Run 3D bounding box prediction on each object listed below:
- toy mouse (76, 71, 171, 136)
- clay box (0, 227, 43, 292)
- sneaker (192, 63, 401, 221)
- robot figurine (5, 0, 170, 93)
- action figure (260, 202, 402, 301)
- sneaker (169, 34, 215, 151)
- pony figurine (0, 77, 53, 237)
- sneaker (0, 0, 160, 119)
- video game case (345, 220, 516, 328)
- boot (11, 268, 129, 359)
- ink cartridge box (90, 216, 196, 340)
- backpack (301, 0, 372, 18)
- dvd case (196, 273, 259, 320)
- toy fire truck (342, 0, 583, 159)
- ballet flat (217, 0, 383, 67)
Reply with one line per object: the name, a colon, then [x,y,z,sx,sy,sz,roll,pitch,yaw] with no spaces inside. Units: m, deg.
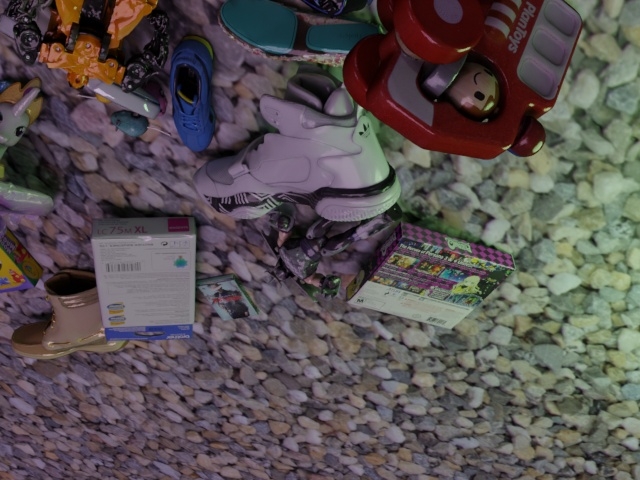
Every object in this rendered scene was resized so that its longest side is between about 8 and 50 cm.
toy mouse: [-0.296,-0.209,1.191,0.161,0.031,0.143,-22,126,30]
clay box: [-0.677,0.013,1.478,0.127,0.053,0.222,-10,132,20]
sneaker: [-0.062,-0.149,1.119,0.365,0.137,0.210,5,126,32]
robot figurine: [-0.285,-0.334,0.965,0.211,0.085,0.291,13,123,-24]
action figure: [0.000,0.000,1.279,0.285,0.099,0.185,-38,100,29]
sneaker: [-0.203,-0.209,1.137,0.069,0.082,0.209,9,137,0]
pony figurine: [-0.585,-0.075,1.212,0.303,0.363,0.351,31,148,-28]
sneaker: [-0.339,-0.276,1.085,0.258,0.094,0.091,33,91,-20]
video game case: [0.193,0.070,1.323,0.232,0.042,0.210,15,137,-20]
boot: [-0.555,0.156,1.557,0.262,0.095,0.203,-3,135,6]
ink cartridge box: [-0.337,0.082,1.436,0.185,0.065,0.311,-1,134,-11]
backpack: [-0.007,-0.375,0.901,0.173,0.117,0.158,32,124,19]
dvd case: [-0.189,0.118,1.504,0.087,0.013,0.119,-11,130,21]
toy fire truck: [0.188,-0.229,0.888,0.254,0.302,0.169,31,153,-12]
ballet flat: [-0.025,-0.279,1.035,0.241,0.091,0.077,14,168,5]
